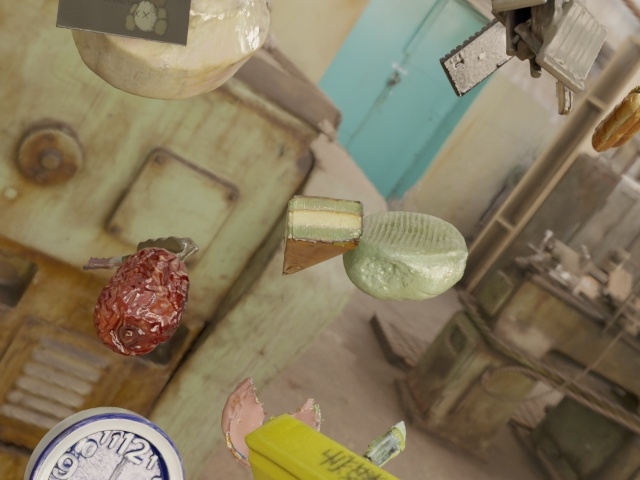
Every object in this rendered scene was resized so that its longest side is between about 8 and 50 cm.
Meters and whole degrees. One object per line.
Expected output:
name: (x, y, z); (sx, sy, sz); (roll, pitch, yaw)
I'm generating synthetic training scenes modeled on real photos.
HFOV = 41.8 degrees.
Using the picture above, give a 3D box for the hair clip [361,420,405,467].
hair clip: (0.129, 0.461, 1.809); (0.188, 0.033, 0.060); (-31, 98, -44)

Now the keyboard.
keyboard: (0.375, -0.415, 1.652); (0.106, 0.317, 0.027); (55, -3, -39)

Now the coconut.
coconut: (-0.263, -0.402, 1.455); (0.353, 0.352, 0.352); (33, 13, -9)

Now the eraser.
eraser: (0.017, 0.296, 0.919); (0.069, 0.157, 0.226); (-26, 30, -35)

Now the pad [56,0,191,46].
pad: (-0.287, -0.363, 1.242); (0.190, 0.127, 0.004); (5, -5, -14)

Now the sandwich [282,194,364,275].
sandwich: (0.000, 0.000, 1.309); (0.114, 0.079, 0.163); (5, -24, -5)

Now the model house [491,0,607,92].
model house: (0.266, -0.287, 1.037); (0.229, 0.122, 0.188); (36, 42, -39)

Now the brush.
brush: (-0.325, 0.039, 1.453); (0.301, 0.084, 0.071); (-6, -57, 44)

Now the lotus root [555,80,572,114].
lotus root: (0.554, -0.325, 1.890); (0.030, 0.083, 0.037); (-10, 10, -15)

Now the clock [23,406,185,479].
clock: (-0.323, 0.369, 1.258); (0.230, 0.230, 0.083); (29, -14, -21)

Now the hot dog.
hot dog: (0.675, -0.276, 1.848); (0.076, 0.104, 0.250); (63, -14, 17)

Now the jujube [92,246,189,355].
jujube: (-0.230, 0.078, 1.101); (0.112, 0.109, 0.176); (4, 26, 2)

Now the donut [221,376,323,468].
donut: (-0.120, 0.441, 1.962); (0.233, 0.199, 0.085); (20, -18, 3)

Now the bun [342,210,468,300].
bun: (0.135, 0.033, 1.360); (0.221, 0.108, 0.221); (3, 21, -1)
